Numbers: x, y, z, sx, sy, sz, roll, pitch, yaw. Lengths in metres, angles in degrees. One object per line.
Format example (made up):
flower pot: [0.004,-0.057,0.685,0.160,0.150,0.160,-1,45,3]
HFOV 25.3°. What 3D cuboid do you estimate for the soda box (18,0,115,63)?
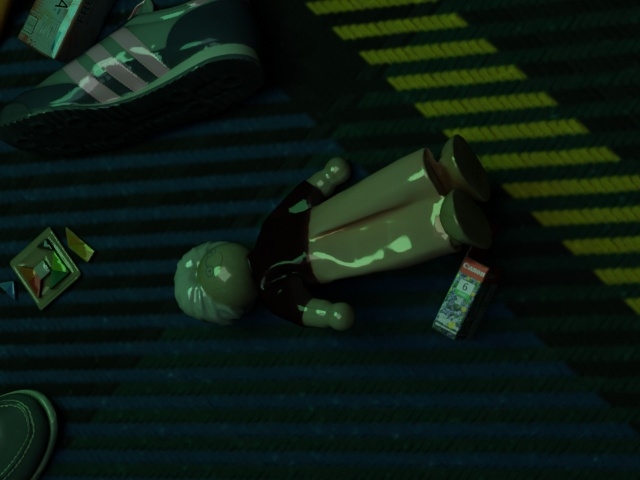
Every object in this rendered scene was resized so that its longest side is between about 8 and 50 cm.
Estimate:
soda box: [-0.260,-0.286,1.577,0.058,0.063,0.183,31,99,21]

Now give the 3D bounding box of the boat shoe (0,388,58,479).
boat shoe: [-0.430,0.273,1.592,0.319,0.099,0.116,-34,75,17]

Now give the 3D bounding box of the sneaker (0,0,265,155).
sneaker: [-0.207,-0.185,1.541,0.319,0.112,0.131,-14,65,18]

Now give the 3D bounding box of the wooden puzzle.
wooden puzzle: [-0.310,0.031,1.605,0.116,0.014,0.078,-47,71,14]

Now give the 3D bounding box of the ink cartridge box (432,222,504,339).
ink cartridge box: [0.152,0.040,1.387,0.029,0.063,0.115,28,97,21]

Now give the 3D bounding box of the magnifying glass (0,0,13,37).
magnifying glass: [-0.340,-0.316,1.587,0.092,0.026,0.231,38,125,16]

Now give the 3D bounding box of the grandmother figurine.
grandmother figurine: [0.000,0.000,1.415,0.342,0.104,0.208,-21,36,27]
